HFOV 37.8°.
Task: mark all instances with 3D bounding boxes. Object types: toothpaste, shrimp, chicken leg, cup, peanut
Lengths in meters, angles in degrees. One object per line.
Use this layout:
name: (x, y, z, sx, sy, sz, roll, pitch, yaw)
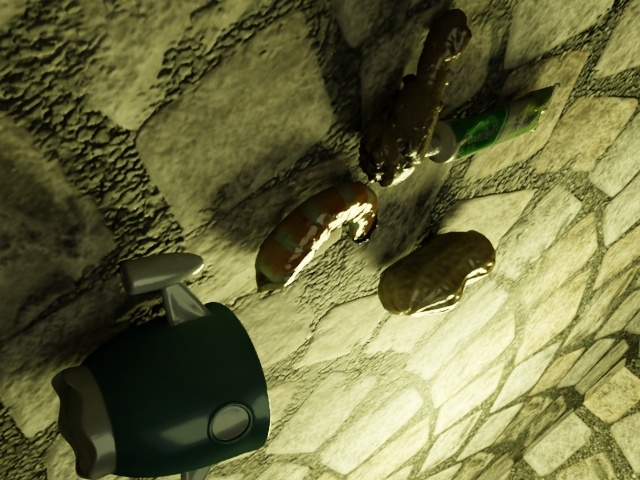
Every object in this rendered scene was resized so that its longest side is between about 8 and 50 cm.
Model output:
toothpaste: (0.198, -0.135, 1.105, 0.248, 0.047, 0.078, -21, 146, -40)
shrimp: (0.000, 0.000, 1.037, 0.161, 0.049, 0.166, -49, 159, 6)
chicken leg: (0.100, -0.141, 0.948, 0.085, 0.069, 0.198, -1, 123, -54)
cup: (-0.162, 0.156, 0.914, 0.173, 0.167, 0.299, -14, 115, -28)
peanut: (0.161, 0.042, 1.245, 0.194, 0.093, 0.083, -26, 133, -26)
